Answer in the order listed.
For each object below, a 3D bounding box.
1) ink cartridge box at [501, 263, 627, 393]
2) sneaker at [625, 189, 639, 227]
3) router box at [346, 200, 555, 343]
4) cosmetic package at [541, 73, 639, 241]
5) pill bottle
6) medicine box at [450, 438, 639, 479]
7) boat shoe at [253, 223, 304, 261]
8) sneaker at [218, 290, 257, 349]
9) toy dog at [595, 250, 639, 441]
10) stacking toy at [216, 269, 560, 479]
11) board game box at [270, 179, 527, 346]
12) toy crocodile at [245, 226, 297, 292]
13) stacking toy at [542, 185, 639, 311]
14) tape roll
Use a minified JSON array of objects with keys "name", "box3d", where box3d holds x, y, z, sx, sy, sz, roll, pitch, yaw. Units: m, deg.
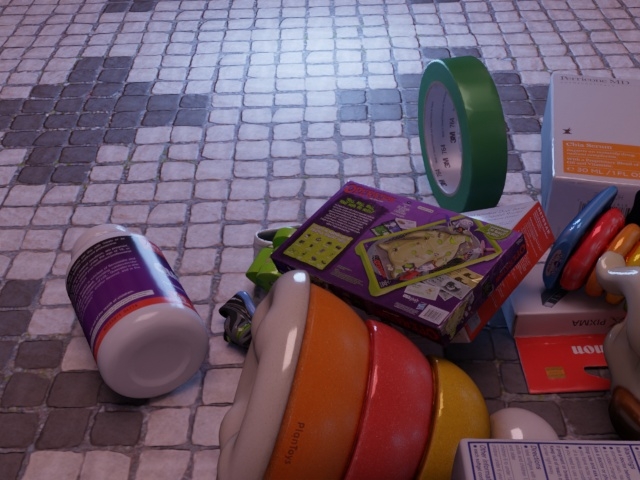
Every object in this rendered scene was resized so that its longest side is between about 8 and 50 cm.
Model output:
[{"name":"ink cartridge box","box3d":[0.479,0.141,1.415,0.297,0.066,0.261,-3,37,-1]},{"name":"sneaker","box3d":[0.625,-0.061,1.410,0.145,0.270,0.090,-22,75,5]},{"name":"router box","box3d":[0.180,0.059,1.396,0.336,0.082,0.301,-9,24,47]},{"name":"cosmetic package","box3d":[0.597,-0.181,1.747,0.230,0.161,0.453,6,38,10]},{"name":"pill bottle","box3d":[-0.327,0.106,1.402,0.182,0.181,0.323,-19,41,-20]},{"name":"medicine box","box3d":[0.306,0.372,0.918,0.290,0.149,0.263,1,37,-1]},{"name":"boat shoe","box3d":[0.000,0.000,1.598,0.268,0.088,0.096,-5,38,-3]},{"name":"sneaker","box3d":[-0.125,0.167,1.422,0.078,0.067,0.188,-32,45,-3]},{"name":"toy dog","box3d":[0.572,0.139,1.145,0.285,0.408,0.395,-26,71,-36]},{"name":"stacking toy","box3d":[0.112,0.265,1.154,0.480,0.350,0.350,17,38,-6]},{"name":"board game box","box3d":[0.110,0.021,1.248,0.347,0.056,0.208,22,60,42]},{"name":"toy crocodile","box3d":[-0.001,0.037,1.436,0.341,0.105,0.115,-12,42,36]},{"name":"stacking toy","box3d":[0.540,0.068,1.358,0.302,0.175,0.166,36,56,21]},{"name":"tape roll","box3d":[0.283,-0.212,1.669,0.077,0.321,0.321,-8,38,-9]}]
